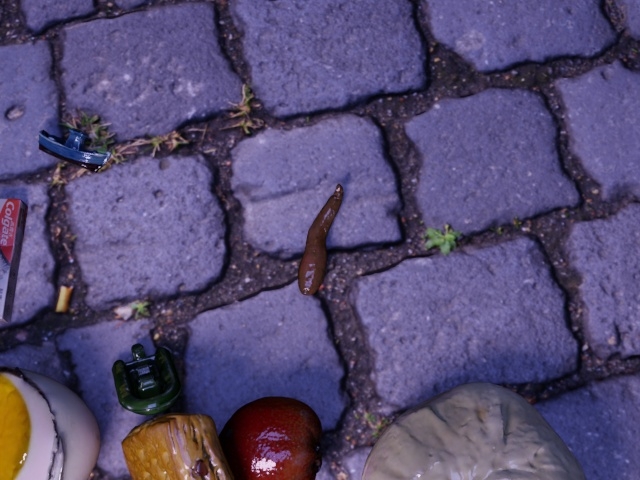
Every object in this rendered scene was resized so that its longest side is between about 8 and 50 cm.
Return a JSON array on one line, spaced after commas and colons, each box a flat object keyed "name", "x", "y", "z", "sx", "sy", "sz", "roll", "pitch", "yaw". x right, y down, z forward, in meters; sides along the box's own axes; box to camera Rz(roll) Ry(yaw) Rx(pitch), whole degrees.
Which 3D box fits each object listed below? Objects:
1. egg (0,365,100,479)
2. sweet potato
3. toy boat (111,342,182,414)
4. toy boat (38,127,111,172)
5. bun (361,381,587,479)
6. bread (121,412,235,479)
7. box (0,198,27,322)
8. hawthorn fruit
[{"name": "egg", "x": -0.477, "y": 0.337, "z": 1.438, "sx": 0.286, "sy": 0.174, "sz": 0.265, "roll": -13, "pitch": 75, "yaw": 22}, {"name": "sweet potato", "x": 0.000, "y": 0.000, "z": 1.598, "sx": 0.050, "sy": 0.050, "sz": 0.214, "roll": 15, "pitch": 71, "yaw": 3}, {"name": "toy boat", "x": -0.281, "y": 0.230, "z": 1.465, "sx": 0.104, "sy": 0.210, "sz": 0.052, "roll": -12, "pitch": 112, "yaw": -14}, {"name": "toy boat", "x": -0.443, "y": -0.170, "z": 1.625, "sx": 0.137, "sy": 0.060, "sz": 0.061, "roll": 24, "pitch": 97, "yaw": 9}, {"name": "bun", "x": 0.244, "y": 0.396, "z": 1.408, "sx": 0.360, "sy": 0.213, "sz": 0.361, "roll": 0, "pitch": 77, "yaw": -2}, {"name": "bread", "x": -0.212, "y": 0.369, "z": 1.403, "sx": 0.099, "sy": 0.235, "sz": 0.211, "roll": -16, "pitch": 78, "yaw": -36}, {"name": "box", "x": -0.560, "y": 0.033, "z": 1.578, "sx": 0.055, "sy": 0.039, "sz": 0.218, "roll": 4, "pitch": 75, "yaw": 1}, {"name": "hawthorn fruit", "x": -0.090, "y": 0.332, "z": 1.447, "sx": 0.188, "sy": 0.169, "sz": 0.169, "roll": 8, "pitch": 74, "yaw": 6}]
